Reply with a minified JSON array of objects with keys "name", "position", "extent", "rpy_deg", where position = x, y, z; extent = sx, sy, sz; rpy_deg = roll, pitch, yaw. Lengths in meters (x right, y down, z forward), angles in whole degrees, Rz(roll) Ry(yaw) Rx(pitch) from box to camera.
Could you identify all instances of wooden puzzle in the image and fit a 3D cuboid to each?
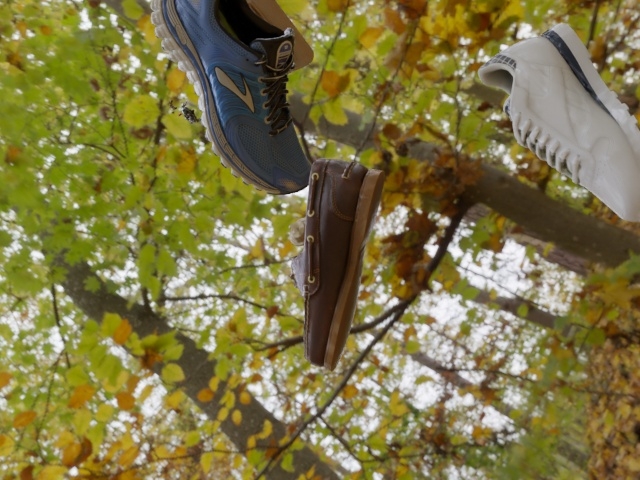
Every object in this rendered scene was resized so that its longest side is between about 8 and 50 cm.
[{"name":"wooden puzzle","position":[-0.168,-0.442,1.444],"extent":[0.221,0.238,0.044],"rpy_deg":[46,-140,-36]}]

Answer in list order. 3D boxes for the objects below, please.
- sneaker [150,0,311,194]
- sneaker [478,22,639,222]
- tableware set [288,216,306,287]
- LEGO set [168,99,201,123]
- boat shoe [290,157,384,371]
[{"name":"sneaker","position":[-0.093,-0.211,0.867],"extent":[0.330,0.147,0.130],"rpy_deg":[61,-145,-20]},{"name":"sneaker","position":[0.244,-0.107,0.628],"extent":[0.094,0.235,0.090],"rpy_deg":[-21,-32,2]},{"name":"tableware set","position":[0.000,0.000,1.137],"extent":[0.141,0.169,0.020],"rpy_deg":[-27,-33,26]},{"name":"LEGO set","position":[-0.273,-0.254,1.277],"extent":[0.023,0.083,0.054],"rpy_deg":[-54,-43,-36]},{"name":"boat shoe","position":[0.007,0.023,0.621],"extent":[0.073,0.073,0.207],"rpy_deg":[-29,-49,-74]}]
